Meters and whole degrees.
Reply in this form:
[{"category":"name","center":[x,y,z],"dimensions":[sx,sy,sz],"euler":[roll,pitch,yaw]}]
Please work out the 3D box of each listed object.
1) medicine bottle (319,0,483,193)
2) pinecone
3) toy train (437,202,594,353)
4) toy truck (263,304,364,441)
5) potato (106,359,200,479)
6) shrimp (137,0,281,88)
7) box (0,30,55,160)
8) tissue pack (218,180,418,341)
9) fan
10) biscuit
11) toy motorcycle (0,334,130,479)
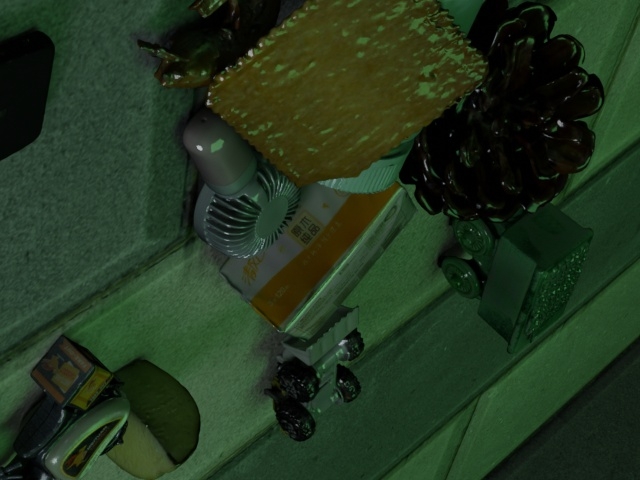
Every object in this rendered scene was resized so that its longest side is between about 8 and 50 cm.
[{"category":"medicine bottle","center":[0.068,-0.217,1.481],"dimensions":[0.158,0.158,0.318],"euler":[-24,148,-47]},{"category":"pinecone","center":[0.213,-0.159,1.718],"dimensions":[0.242,0.296,0.298],"euler":[2,105,-13]},{"category":"toy train","center":[0.307,0.031,2.287],"dimensions":[0.145,0.202,0.266],"euler":[-35,153,-28]},{"category":"toy truck","center":[-0.016,0.183,2.046],"dimensions":[0.136,0.111,0.286],"euler":[-39,155,-29]},{"category":"potato","center":[-0.202,0.237,1.734],"dimensions":[0.081,0.149,0.120],"euler":[-24,150,-37]},{"category":"shrimp","center":[-0.100,-0.205,1.343],"dimensions":[0.187,0.052,0.132],"euler":[-36,144,-47]},{"category":"box","center":[-0.280,-0.107,1.180],"dimensions":[0.126,0.027,0.125],"euler":[-32,156,-39]},{"category":"tissue pack","center":[0.000,0.000,1.731],"dimensions":[0.225,0.124,0.185],"euler":[-50,166,0]},{"category":"fan","center":[-0.093,-0.070,1.545],"dimensions":[0.130,0.074,0.244],"euler":[-50,153,-14]},{"category":"biscuit","center":[0.030,-0.156,1.394],"dimensions":[0.237,0.013,0.232],"euler":[-37,138,11]},{"category":"toy motorcycle","center":[-0.322,0.241,1.594],"dimensions":[0.263,0.091,0.157],"euler":[-51,150,-2]}]
